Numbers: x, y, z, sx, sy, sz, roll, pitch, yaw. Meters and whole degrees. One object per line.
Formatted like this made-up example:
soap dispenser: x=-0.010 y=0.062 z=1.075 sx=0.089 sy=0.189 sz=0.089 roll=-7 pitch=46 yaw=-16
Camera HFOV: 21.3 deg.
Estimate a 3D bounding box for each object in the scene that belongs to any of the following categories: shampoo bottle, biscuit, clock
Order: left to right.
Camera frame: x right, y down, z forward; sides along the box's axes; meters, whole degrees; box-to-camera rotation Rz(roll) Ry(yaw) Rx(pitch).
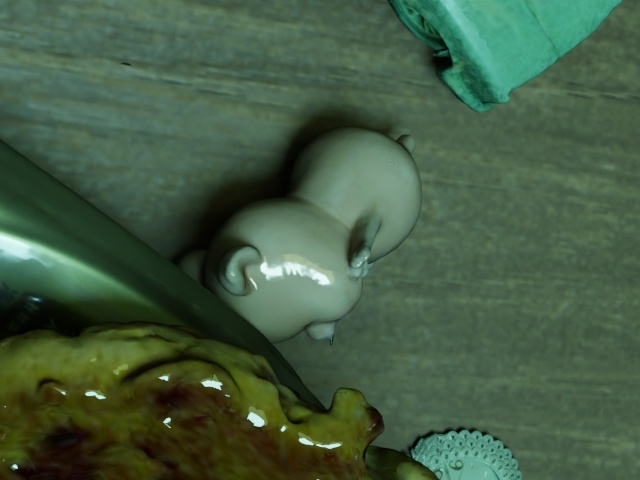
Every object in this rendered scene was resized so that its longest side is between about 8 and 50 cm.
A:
biscuit: x=-0.070 y=0.166 z=0.749 sx=0.289 sy=0.081 sz=0.334 roll=-12 pitch=124 yaw=8
shampoo bottle: x=-0.060 y=0.090 z=0.792 sx=0.126 sy=0.084 sz=0.350 roll=-34 pitch=120 yaw=29
clock: x=0.074 y=0.138 z=0.918 sx=0.083 sy=0.010 sz=0.074 roll=-2 pitch=97 yaw=-26

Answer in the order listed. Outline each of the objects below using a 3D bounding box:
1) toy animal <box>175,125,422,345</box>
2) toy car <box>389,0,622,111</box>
toy animal: x=-0.005 y=-0.005 z=0.821 sx=0.089 sy=0.083 sz=0.150 roll=39 pitch=54 yaw=14
toy car: x=0.040 y=-0.217 z=0.806 sx=0.141 sy=0.097 sz=0.320 roll=-43 pitch=112 yaw=-14
